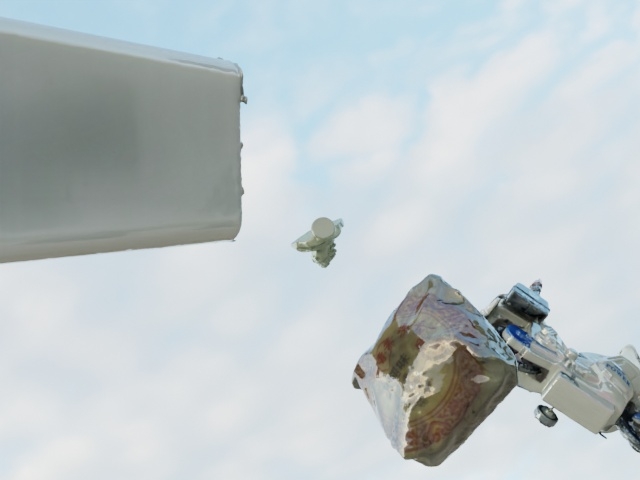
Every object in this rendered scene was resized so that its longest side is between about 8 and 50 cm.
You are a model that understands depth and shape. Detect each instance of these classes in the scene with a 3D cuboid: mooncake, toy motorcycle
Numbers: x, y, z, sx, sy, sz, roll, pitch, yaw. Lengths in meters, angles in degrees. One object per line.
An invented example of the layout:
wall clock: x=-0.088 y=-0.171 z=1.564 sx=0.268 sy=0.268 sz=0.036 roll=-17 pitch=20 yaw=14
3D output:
mooncake: x=0.090 y=0.105 z=1.131 sx=0.073 sy=0.130 sz=0.125 roll=22 pitch=-72 yaw=-37
toy motorcycle: x=0.242 y=0.123 z=1.335 sx=0.102 sy=0.221 sz=0.150 roll=-56 pitch=1 yaw=24

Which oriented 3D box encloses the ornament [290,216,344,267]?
ornament: x=0.001 y=-0.002 z=1.737 sx=0.068 sy=0.041 sz=0.092 roll=-34 pitch=-21 yaw=14

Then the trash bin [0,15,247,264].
trash bin: x=-0.263 y=-0.061 z=1.264 sx=0.367 sy=0.296 sz=0.256 roll=0 pitch=-2 yaw=-40
